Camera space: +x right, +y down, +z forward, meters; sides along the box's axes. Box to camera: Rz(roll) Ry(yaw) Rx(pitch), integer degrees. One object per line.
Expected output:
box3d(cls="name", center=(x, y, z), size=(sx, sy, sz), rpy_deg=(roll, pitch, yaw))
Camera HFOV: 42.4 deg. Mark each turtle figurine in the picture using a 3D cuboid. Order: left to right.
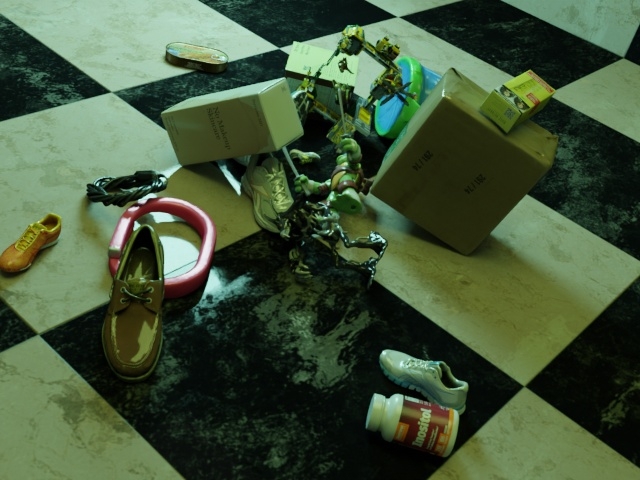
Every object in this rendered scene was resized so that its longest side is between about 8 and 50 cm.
box3d(cls="turtle figurine", center=(0.010, -0.157, 1.954), size=(0.197, 0.275, 0.266), rpy_deg=(-17, 38, 15))

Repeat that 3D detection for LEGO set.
box3d(cls="LEGO set", center=(0.073, -0.384, 2.185), size=(0.255, 0.331, 0.192), rpy_deg=(40, 31, -20))

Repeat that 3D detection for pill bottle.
box3d(cls="pill bottle", center=(0.160, 0.321, 1.452), size=(0.152, 0.086, 0.086), rpy_deg=(15, 36, 1))

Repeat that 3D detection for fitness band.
box3d(cls="fitness band", center=(-0.327, 0.009, 1.727), size=(0.208, 0.054, 0.291), rpy_deg=(12, 37, -5))

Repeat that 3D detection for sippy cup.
box3d(cls="sippy cup", center=(0.303, -0.378, 2.343), size=(0.224, 0.240, 0.306), rpy_deg=(14, 57, -18))

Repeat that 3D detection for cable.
box3d(cls="cable", center=(-0.437, -0.109, 1.819), size=(0.184, 0.047, 0.150), rpy_deg=(1, 27, 18))

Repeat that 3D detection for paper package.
box3d(cls="paper package", center=(0.329, -0.181, 1.933), size=(0.309, 0.325, 0.168), rpy_deg=(33, 37, -4))

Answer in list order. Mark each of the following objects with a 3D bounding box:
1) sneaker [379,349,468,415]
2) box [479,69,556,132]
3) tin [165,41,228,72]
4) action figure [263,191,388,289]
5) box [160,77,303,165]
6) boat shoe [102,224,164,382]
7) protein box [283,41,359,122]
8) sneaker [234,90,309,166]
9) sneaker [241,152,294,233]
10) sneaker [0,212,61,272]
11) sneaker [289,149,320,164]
box3d(cls="sneaker", center=(0.201, 0.250, 1.567), size=(0.190, 0.083, 0.071), rpy_deg=(28, 39, 20))
box3d(cls="box", center=(0.446, -0.315, 1.851), size=(0.087, 0.058, 0.232), rpy_deg=(44, 38, 12))
box3d(cls="tin", center=(-0.371, -0.550, 2.475), size=(0.189, 0.040, 0.106), rpy_deg=(10, 40, -6))
box3d(cls="action figure", center=(0.000, 0.000, 1.769), size=(0.275, 0.164, 0.141), rpy_deg=(21, 31, 0))
box3d(cls="box", center=(-0.210, -0.278, 1.953), size=(0.311, 0.148, 0.121), rpy_deg=(-6, 23, 36))
box3d(cls="boat shoe", center=(-0.342, 0.106, 1.511), size=(0.110, 0.104, 0.307), rpy_deg=(1, 50, -12))
box3d(cls="protein box", center=(-0.005, -0.454, 2.390), size=(0.201, 0.136, 0.200), rpy_deg=(13, 37, -3))
box3d(cls="sneaker", center=(-0.130, -0.299, 2.122), size=(0.110, 0.107, 0.275), rpy_deg=(25, 58, 32))
box3d(cls="sneaker", center=(-0.114, -0.122, 1.919), size=(0.099, 0.121, 0.262), rpy_deg=(-8, 42, -27))
box3d(cls="sneaker", center=(-0.580, 0.001, 1.637), size=(0.064, 0.067, 0.175), rpy_deg=(21, 38, 6))
box3d(cls="sneaker", center=(-0.042, -0.210, 2.146), size=(0.083, 0.031, 0.035), rpy_deg=(10, 49, 0))
